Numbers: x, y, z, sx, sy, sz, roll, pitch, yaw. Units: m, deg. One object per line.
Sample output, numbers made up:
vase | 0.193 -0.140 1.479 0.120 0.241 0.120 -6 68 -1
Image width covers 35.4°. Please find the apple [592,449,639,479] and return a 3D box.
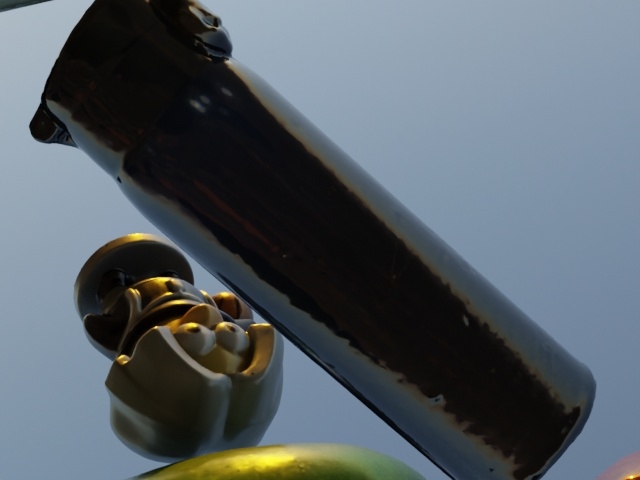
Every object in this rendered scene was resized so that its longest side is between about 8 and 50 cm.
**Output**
apple | 0.276 0.271 0.756 0.230 0.230 0.230 -21 -135 23

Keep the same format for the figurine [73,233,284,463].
figurine | -0.119 0.098 0.893 0.236 0.176 0.133 45 -51 52

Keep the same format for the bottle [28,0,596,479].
bottle | 0.000 0.000 0.394 0.082 0.244 0.072 -48 -172 13

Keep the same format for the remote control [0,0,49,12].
remote control | -0.045 -0.122 0.270 0.233 0.098 0.038 -13 -153 0

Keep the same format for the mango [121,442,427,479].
mango | -0.091 0.261 0.728 0.382 0.225 0.201 -23 -142 -1
